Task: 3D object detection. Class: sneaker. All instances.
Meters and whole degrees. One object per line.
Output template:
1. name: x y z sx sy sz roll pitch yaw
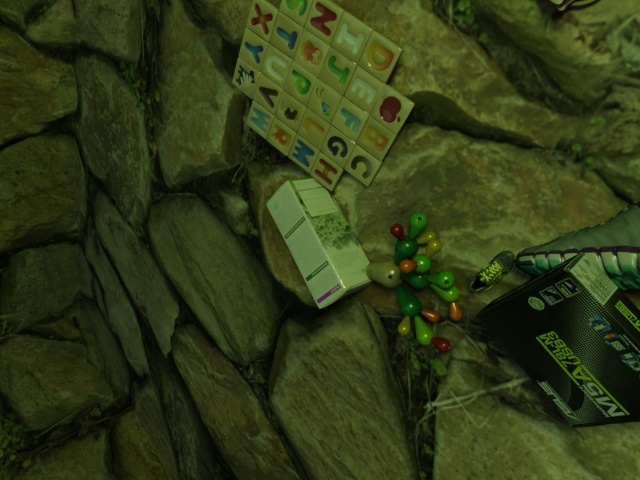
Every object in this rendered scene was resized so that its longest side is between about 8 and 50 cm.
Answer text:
1. sneaker: 0.341 0.004 0.522 0.223 0.083 0.098 -4 58 60
2. sneaker: 0.248 0.048 0.644 0.031 0.035 0.083 48 132 25

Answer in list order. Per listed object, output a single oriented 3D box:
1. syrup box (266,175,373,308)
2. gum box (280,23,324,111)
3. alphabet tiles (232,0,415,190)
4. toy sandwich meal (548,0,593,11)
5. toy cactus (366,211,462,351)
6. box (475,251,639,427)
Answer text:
1. syrup box: 0.000 0.000 0.855 0.096 0.093 0.237 -41 72 45
2. gum box: -0.043 -0.338 0.824 0.107 0.062 0.188 56 135 20
3. alphabet tiles: -0.013 -0.258 0.778 0.342 0.011 0.285 39 132 12
4. toy sandwich meal: 0.290 -0.304 0.497 0.085 0.029 0.086 17 113 44
5. toy cactus: 0.139 0.066 0.733 0.180 0.112 0.219 5 114 57
6. box: 0.309 0.129 0.536 0.191 0.045 0.184 51 152 12
